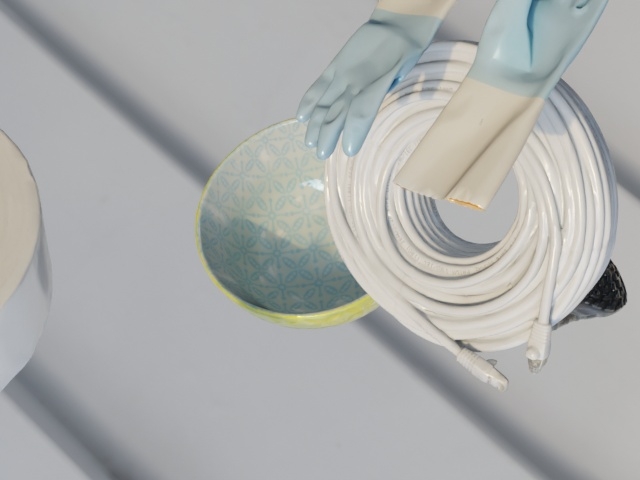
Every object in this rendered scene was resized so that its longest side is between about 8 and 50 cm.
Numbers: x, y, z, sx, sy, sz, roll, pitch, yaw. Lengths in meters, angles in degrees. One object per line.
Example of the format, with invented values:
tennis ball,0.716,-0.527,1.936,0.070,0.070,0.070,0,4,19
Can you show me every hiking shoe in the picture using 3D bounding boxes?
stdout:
hiking shoe,0.294,0.072,1.951,0.227,0.086,0.114,-6,166,-45

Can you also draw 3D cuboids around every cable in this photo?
cable,0.125,-0.038,1.282,0.089,0.257,0.257,-18,135,-55

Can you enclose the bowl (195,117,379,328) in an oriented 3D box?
bowl,0.000,0.000,1.959,0.289,0.289,0.156,-45,153,-12

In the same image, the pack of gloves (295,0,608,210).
pack of gloves,0.089,-0.146,1.107,0.232,0.195,0.046,-58,140,-17

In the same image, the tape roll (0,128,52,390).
tape roll,-0.354,0.016,1.193,0.286,0.286,0.100,-39,154,-26
